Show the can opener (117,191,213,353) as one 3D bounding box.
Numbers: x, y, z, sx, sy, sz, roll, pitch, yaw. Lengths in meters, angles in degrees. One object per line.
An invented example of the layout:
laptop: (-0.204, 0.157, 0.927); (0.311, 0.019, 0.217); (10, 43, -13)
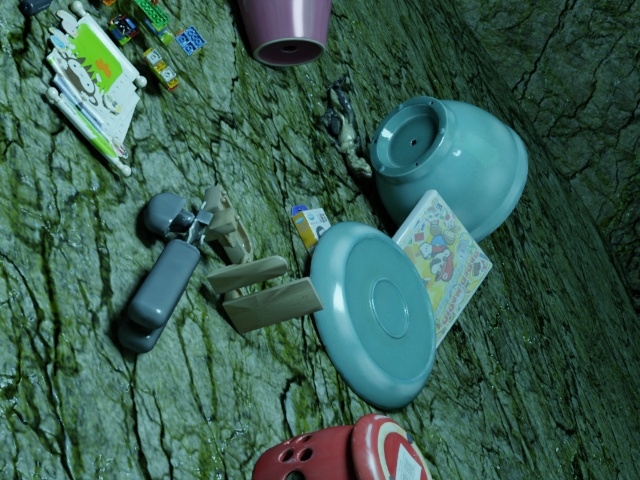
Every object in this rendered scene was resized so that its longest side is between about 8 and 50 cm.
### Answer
can opener: (-0.202, 0.027, 1.418); (0.095, 0.076, 0.283); (26, 29, -3)

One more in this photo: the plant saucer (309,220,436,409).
plant saucer: (0.099, 0.113, 1.879); (0.317, 0.043, 0.318); (31, 48, -42)

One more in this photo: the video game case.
video game case: (0.194, 0.060, 2.072); (0.206, 0.026, 0.227); (49, 65, -28)

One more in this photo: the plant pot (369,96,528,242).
plant pot: (0.216, -0.149, 2.186); (0.196, 0.293, 0.293); (38, 33, -42)

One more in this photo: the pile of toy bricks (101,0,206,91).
pile of toy bricks: (-0.248, -0.322, 1.664); (0.212, 0.118, 0.105); (51, -9, -3)

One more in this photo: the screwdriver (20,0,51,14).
screwdriver: (-0.345, -0.328, 1.525); (0.170, 0.024, 0.025); (-59, 148, -56)

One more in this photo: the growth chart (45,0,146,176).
growth chart: (-0.295, -0.206, 1.516); (0.172, 0.021, 0.237); (46, 27, -31)

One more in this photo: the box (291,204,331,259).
box: (0.000, 0.000, 1.902); (0.136, 0.028, 0.081); (66, 23, 5)

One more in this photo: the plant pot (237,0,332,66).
plant pot: (-0.062, -0.414, 2.049); (0.201, 0.201, 0.180); (17, 65, -59)

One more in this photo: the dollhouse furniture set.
dollhouse furniture set: (-0.077, 0.010, 1.565); (0.151, 0.123, 0.144); (-89, 157, -51)

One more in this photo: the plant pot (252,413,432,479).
plant pot: (0.035, 0.315, 1.440); (0.191, 0.174, 0.191); (45, 27, -31)

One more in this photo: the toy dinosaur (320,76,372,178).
toy dinosaur: (0.039, -0.237, 2.204); (0.118, 0.064, 0.268); (59, 17, -55)
